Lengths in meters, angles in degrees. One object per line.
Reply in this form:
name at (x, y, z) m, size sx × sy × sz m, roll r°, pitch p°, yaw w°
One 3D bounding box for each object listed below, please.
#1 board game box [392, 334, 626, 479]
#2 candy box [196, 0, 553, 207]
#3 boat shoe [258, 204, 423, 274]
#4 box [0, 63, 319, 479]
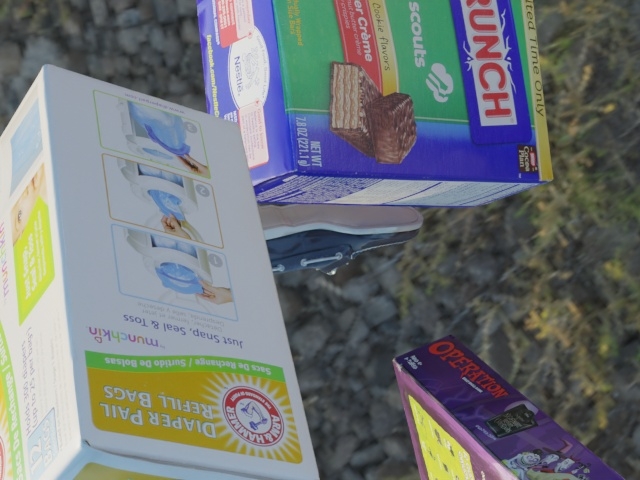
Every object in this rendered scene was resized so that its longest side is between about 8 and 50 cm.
board game box at (0.137, 0.245, 0.823) m, size 0.208 × 0.056 × 0.346 m, roll -131°, pitch 24°, yaw -61°
candy box at (0.053, -0.171, 1.276) m, size 0.122 × 0.317 × 0.268 m, roll -15°, pitch 79°, yaw 49°
boat shoe at (0.000, 0.000, 1.414) m, size 0.206 × 0.075 × 0.065 m, roll -5°, pitch 119°, yaw -8°
box at (-0.088, 0.042, 0.606) m, size 0.114 × 0.103 × 0.203 m, roll -50°, pitch 39°, yaw 34°
